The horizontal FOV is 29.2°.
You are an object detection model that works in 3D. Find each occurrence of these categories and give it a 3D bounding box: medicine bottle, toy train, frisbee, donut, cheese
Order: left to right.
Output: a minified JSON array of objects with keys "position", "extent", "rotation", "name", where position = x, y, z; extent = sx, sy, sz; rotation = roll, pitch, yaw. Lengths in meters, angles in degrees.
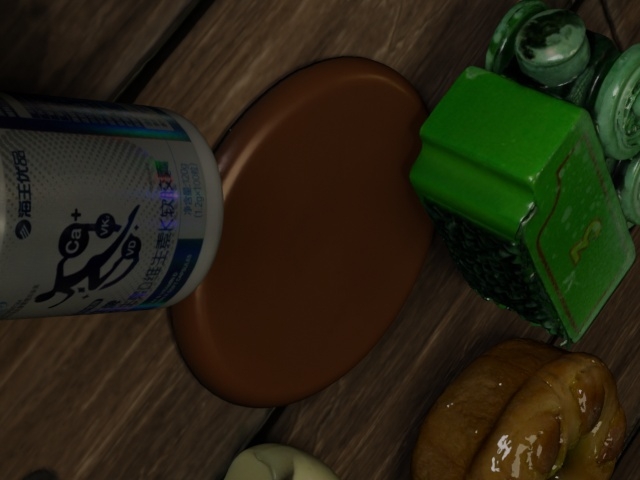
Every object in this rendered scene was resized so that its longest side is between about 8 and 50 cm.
[{"position":[-0.145,-0.016,0.574],"extent":[0.191,0.107,0.107],"rotation":[-1,111,-49],"name":"medicine bottle"},{"position":[-0.001,0.235,0.928],"extent":[0.127,0.050,0.255],"rotation":[-60,142,-6],"name":"cheese"},{"position":[0.000,0.000,0.824],"extent":[0.251,0.021,0.251],"rotation":[-25,126,-39],"name":"frisbee"},{"position":[0.169,0.192,1.050],"extent":[0.226,0.114,0.226],"rotation":[-26,128,-39],"name":"donut"},{"position":[0.169,-0.050,0.893],"extent":[0.188,0.132,0.243],"rotation":[-52,144,-13],"name":"toy train"}]
